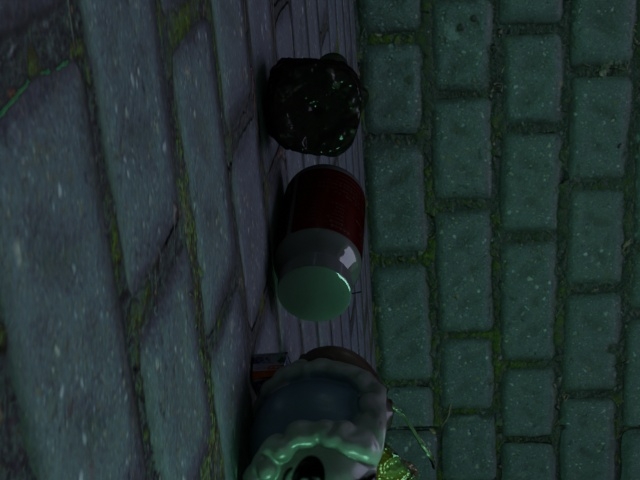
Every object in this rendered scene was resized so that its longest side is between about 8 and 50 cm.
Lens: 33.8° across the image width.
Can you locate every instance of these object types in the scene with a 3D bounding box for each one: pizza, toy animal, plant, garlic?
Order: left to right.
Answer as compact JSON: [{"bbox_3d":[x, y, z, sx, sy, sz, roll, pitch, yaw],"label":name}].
[{"bbox_3d":[-0.014,0.258,1.257,0.204,0.155,0.208,-80,-176,-57],"label":"toy animal"},{"bbox_3d":[-0.007,-0.206,1.559,0.274,0.146,0.149,-69,176,-78],"label":"plant"},{"bbox_3d":[0.045,0.289,1.644,0.207,0.256,0.207,-45,-153,30],"label":"garlic"},{"bbox_3d":[0.062,0.350,1.779,0.080,0.204,0.188,-30,113,-71],"label":"pizza"}]

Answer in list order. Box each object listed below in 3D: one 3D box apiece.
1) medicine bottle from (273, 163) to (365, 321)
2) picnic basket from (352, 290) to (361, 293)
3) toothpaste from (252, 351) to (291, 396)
[{"bbox_3d":[0.000,0.000,1.571,0.250,0.131,0.131,-84,170,-52],"label":"medicine bottle"},{"bbox_3d":[0.038,0.084,2.118,0.083,0.083,0.065,-85,165,-66],"label":"picnic basket"},{"bbox_3d":[-0.054,0.207,1.407,0.196,0.047,0.040,78,8,-59],"label":"toothpaste"}]
